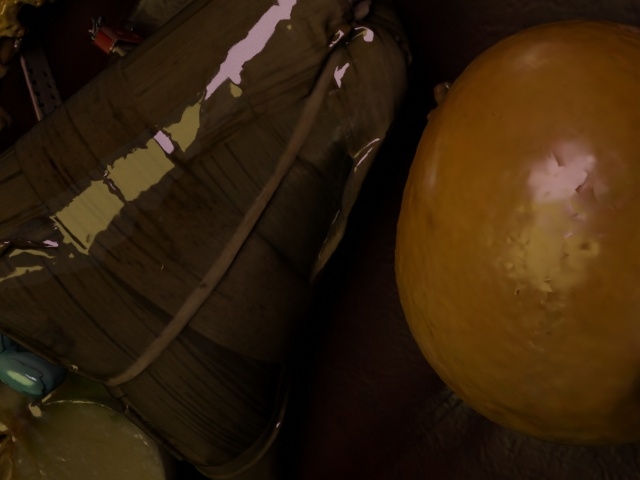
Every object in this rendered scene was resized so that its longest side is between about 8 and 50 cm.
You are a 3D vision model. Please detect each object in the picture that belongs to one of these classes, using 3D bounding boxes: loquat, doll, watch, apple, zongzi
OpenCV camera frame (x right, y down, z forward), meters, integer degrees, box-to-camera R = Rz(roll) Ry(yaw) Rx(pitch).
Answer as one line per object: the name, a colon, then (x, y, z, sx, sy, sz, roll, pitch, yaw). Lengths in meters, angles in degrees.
loquat: (0.171, -0.015, 0.752, 0.274, 0.275, 0.275, 13, 112, 36)
doll: (-0.323, 0.098, 1.108, 0.158, 0.059, 0.159, 8, 108, 15)
watch: (-0.222, -0.141, 1.167, 0.165, 0.102, 0.268, -37, 70, 33)
apple: (-0.342, 0.217, 1.225, 0.360, 0.311, 0.320, -43, 45, 25)
zongzi: (-0.004, -0.012, 1.029, 0.500, 0.467, 0.218, -37, 37, 12)

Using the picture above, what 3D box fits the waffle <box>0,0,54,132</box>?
waffle: (-0.338, -0.261, 1.135, 0.324, 0.151, 0.261, -42, 54, 27)
